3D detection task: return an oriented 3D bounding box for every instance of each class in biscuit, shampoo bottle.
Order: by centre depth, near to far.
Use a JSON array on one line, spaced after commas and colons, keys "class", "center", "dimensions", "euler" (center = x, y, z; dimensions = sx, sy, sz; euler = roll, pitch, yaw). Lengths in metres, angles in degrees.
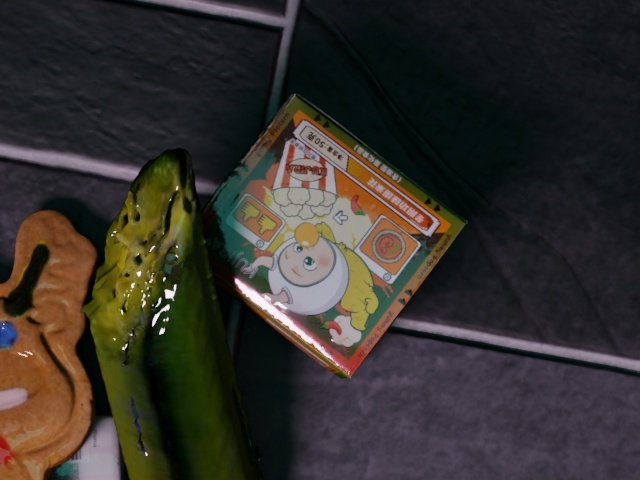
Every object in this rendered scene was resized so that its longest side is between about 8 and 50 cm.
[{"class": "biscuit", "center": [-0.303, 0.127, 1.570], "dimensions": [0.202, 0.047, 0.334], "euler": [1, 71, -1]}, {"class": "shampoo bottle", "center": [-0.295, 0.207, 1.596], "dimensions": [0.227, 0.056, 0.086], "euler": [-3, 80, -3]}]

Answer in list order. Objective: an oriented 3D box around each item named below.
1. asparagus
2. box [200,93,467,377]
[{"class": "asparagus", "center": [-0.134, 0.105, 1.513], "dimensions": [0.128, 0.108, 0.382], "euler": [-10, 119, -1]}, {"class": "box", "center": [0.000, 0.000, 1.583], "dimensions": [0.195, 0.148, 0.177], "euler": [38, 86, 2]}]
